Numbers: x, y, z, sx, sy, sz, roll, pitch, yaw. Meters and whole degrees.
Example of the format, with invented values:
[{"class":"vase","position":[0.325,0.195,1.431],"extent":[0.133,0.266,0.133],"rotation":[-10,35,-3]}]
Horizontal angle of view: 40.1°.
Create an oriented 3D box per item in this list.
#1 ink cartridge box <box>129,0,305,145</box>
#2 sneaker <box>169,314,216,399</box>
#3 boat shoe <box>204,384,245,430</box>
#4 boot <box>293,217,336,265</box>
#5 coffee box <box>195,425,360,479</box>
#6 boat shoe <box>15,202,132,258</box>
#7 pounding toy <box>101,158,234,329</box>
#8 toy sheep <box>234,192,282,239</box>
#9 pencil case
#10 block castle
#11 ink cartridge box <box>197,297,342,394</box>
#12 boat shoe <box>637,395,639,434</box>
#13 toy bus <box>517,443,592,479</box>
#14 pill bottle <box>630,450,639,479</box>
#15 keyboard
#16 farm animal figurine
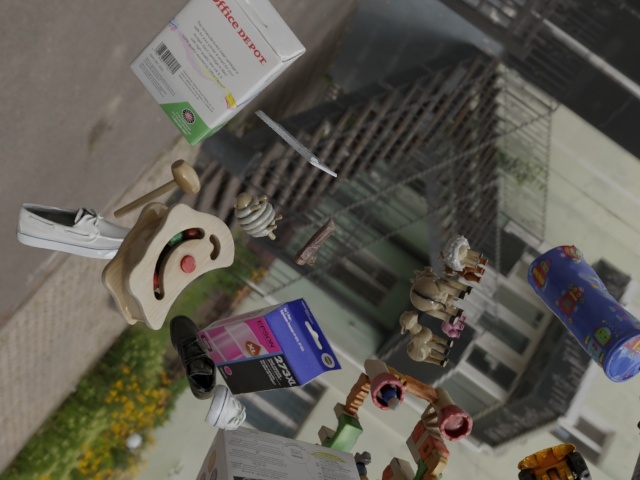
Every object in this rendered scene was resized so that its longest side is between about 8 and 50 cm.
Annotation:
[{"class":"ink cartridge box","position":[-0.197,-0.348,1.668],"extent":[0.278,0.201,0.117],"rotation":[-36,-176,33]},{"class":"sneaker","position":[-0.319,0.287,2.225],"extent":[0.087,0.227,0.130],"rotation":[-15,166,-18]},{"class":"boat shoe","position":[-0.188,0.346,1.791],"extent":[0.226,0.076,0.083],"rotation":[113,-4,-76]},{"class":"boot","position":[0.000,0.000,1.818],"extent":[0.114,0.037,0.106],"rotation":[-51,172,15]},{"class":"coffee box","position":[-0.110,0.662,1.930],"extent":[0.334,0.338,0.337],"rotation":[-109,-140,-61]},{"class":"boat shoe","position":[-0.485,-0.024,1.782],"extent":[0.095,0.258,0.084],"rotation":[-107,-153,-56]},{"class":"pounding toy","position":[-0.254,0.015,1.432],"extent":[0.155,0.154,0.269],"rotation":[5,-123,43]},{"class":"toy sheep","position":[-0.137,-0.051,1.900],"extent":[0.091,0.132,0.091],"rotation":[-28,-156,14]},{"class":"pencil case","position":[0.518,0.133,1.673],"extent":[0.119,0.133,0.306],"rotation":[-56,-146,21]},{"class":"block castle","position":[0.151,0.556,2.229],"extent":[0.453,0.303,0.213],"rotation":[-58,-159,12]},{"class":"ink cartridge box","position":[-0.120,0.240,1.928],"extent":[0.069,0.175,0.371],"rotation":[-34,-171,-41]},{"class":"boat shoe","position":[0.744,0.417,1.952],"extent":[0.207,0.073,0.073],"rotation":[-57,145,-57]},{"class":"toy bus","position":[0.542,0.579,1.988],"extent":[0.150,0.220,0.211],"rotation":[-22,165,4]},{"class":"pill bottle","position":[0.628,0.483,1.568],"extent":[0.278,0.162,0.162],"rotation":[-56,180,-35]},{"class":"keyboard","position":[-0.051,-0.193,1.725],"extent":[0.014,0.072,0.256],"rotation":[-51,-139,7]},{"class":"farm animal figurine","position":[0.299,0.155,2.307],"extent":[0.330,0.172,0.327],"rotation":[-66,164,-6]}]
